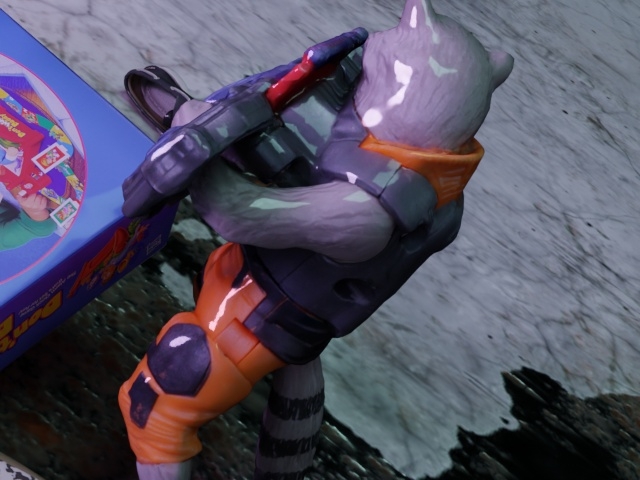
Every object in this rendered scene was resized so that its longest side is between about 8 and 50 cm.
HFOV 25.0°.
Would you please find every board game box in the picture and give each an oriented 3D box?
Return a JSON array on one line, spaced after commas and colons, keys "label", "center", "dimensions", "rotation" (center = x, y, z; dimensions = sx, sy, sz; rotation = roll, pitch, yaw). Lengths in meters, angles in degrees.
[{"label": "board game box", "center": [-0.284, -0.068, 0.827], "dimensions": [0.347, 0.078, 0.233], "rotation": [41, 54, 13]}]

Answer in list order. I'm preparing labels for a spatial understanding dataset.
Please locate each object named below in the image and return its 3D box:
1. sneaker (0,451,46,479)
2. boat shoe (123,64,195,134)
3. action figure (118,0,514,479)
[{"label": "sneaker", "center": [-0.056, 0.188, 0.638], "dimensions": [0.410, 0.182, 0.158], "rotation": [38, 27, 26]}, {"label": "boat shoe", "center": [-0.111, -0.098, 1.146], "dimensions": [0.038, 0.046, 0.125], "rotation": [-5, 45, -47]}, {"label": "action figure", "center": [0.000, 0.000, 0.830], "dimensions": [0.178, 0.330, 0.341], "rotation": [38, 30, 5]}]
